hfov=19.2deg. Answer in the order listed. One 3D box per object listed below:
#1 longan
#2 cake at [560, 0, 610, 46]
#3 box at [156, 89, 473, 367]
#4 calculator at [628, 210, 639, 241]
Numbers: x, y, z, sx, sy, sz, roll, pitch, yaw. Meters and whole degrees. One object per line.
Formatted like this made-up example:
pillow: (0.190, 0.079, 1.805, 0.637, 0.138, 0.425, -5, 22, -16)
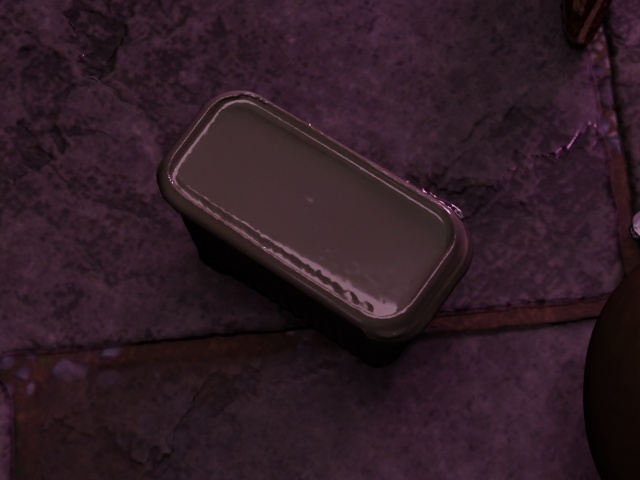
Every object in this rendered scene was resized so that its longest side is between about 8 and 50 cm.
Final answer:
longan: (0.337, 0.145, 1.547, 0.243, 0.300, 0.300, -36, 68, 14)
cake: (0.247, -0.318, 1.828, 0.135, 0.112, 0.246, 25, 75, 16)
box: (0.000, 0.000, 1.675, 0.274, 0.178, 0.138, 33, 74, 15)
calculator: (0.430, -0.040, 1.748, 0.262, 0.021, 0.161, -40, 71, -12)
